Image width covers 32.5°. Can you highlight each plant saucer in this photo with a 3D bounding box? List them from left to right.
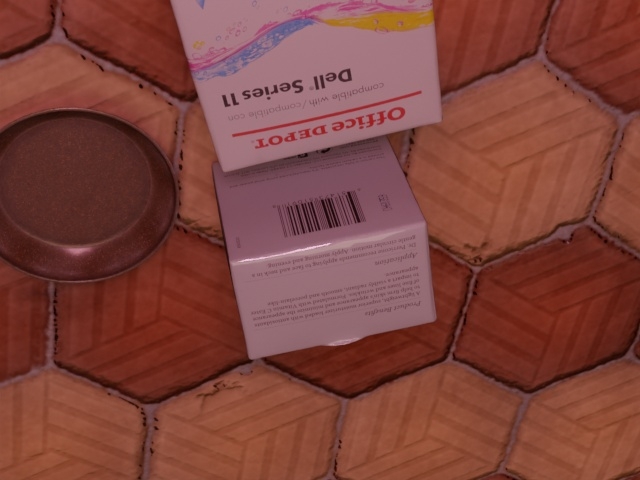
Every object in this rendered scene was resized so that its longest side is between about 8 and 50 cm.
[{"bbox_3d":[-0.236,-0.047,1.054,0.198,0.036,0.198,-5,126,-7],"label":"plant saucer"}]

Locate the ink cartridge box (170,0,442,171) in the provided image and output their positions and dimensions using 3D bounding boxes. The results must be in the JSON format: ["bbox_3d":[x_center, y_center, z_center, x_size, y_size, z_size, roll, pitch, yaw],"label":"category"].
[{"bbox_3d":[-0.013,-0.188,0.918,0.207,0.119,0.353,-13,136,0],"label":"ink cartridge box"}]

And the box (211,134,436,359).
[{"bbox_3d":[0.000,0.000,1.048,0.181,0.182,0.119,-11,125,-4],"label":"box"}]
